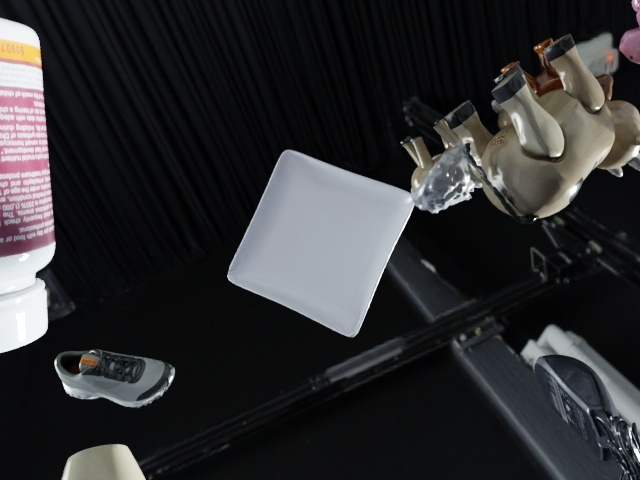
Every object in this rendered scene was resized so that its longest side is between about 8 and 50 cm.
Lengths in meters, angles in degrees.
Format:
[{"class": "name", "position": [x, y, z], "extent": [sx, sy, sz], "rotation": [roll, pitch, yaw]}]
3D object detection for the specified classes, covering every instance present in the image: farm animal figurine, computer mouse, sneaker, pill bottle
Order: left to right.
[{"class": "pill bottle", "position": [-0.455, -0.066, 0.759], "extent": [0.224, 0.392, 0.224], "rotation": [-1, -171, 0]}, {"class": "sneaker", "position": [-0.439, 0.282, 1.289], "extent": [0.271, 0.108, 0.100], "rotation": [-1, -134, 14]}, {"class": "computer mouse", "position": [0.433, 0.271, 0.957], "extent": [0.072, 0.188, 0.272], "rotation": [-25, -154, -1]}, {"class": "farm animal figurine", "position": [0.279, -0.127, 0.615], "extent": [0.327, 0.172, 0.330], "rotation": [-36, -174, -14]}]

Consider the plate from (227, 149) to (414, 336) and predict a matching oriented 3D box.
[{"class": "plate", "position": [0.000, 0.000, 1.131], "extent": [0.278, 0.045, 0.277], "rotation": [22, -94, 19]}]

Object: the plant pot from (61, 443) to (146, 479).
[{"class": "plant pot", "position": [-0.445, 0.579, 1.265], "extent": [0.256, 0.256, 0.274], "rotation": [-19, -120, -2]}]
